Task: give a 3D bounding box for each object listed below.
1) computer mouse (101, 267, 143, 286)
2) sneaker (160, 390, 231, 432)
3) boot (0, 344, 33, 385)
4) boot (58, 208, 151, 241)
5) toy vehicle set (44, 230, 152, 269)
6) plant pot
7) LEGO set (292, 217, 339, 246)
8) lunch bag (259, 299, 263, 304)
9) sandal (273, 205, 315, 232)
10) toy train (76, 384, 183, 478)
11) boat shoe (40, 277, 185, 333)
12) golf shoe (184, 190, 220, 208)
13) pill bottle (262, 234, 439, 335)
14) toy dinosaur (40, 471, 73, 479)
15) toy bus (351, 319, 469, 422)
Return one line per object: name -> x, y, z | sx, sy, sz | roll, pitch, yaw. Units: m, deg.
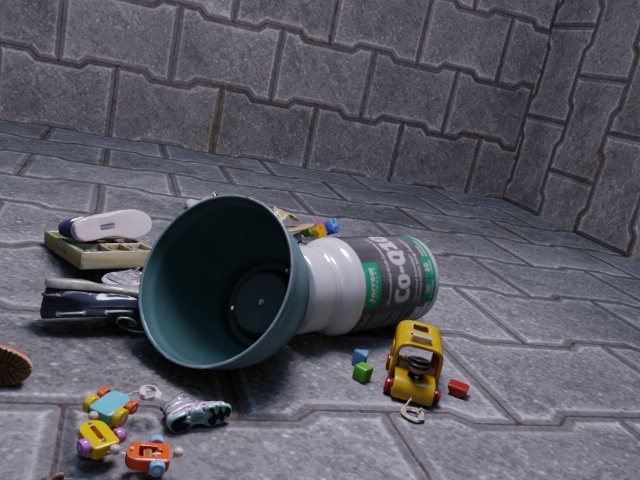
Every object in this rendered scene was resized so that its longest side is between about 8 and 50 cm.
computer mouse -> -0.383, 0.089, 1.291 | 0.106, 0.042, 0.193 | 22, 12, 17
sneaker -> -0.183, 0.239, 0.903 | 0.098, 0.038, 0.069 | 2, 19, -36
boot -> -0.486, 0.164, 0.910 | 0.157, 0.059, 0.084 | 12, 10, 2
boot -> -0.476, -0.035, 1.383 | 0.086, 0.069, 0.190 | 6, 7, 41
toy vehicle set -> -0.491, 0.017, 1.386 | 0.165, 0.035, 0.266 | -1, 11, -39
plant pot -> -0.137, 0.092, 1.091 | 0.293, 0.293, 0.196 | 21, -9, 30
LEGO set -> 0.000, 0.000, 1.851 | 0.087, 0.093, 0.227 | -15, 6, 29
lunch bag -> -0.154, 0.104, 1.389 | 0.083, 0.053, 0.071 | 25, 20, 10
sandal -> -0.138, -0.057, 1.780 | 0.239, 0.079, 0.088 | -10, 9, -4
toy train -> -0.249, 0.251, 0.804 | 0.125, 0.046, 0.166 | 7, 19, -22
boat shoe -> -0.363, 0.118, 1.113 | 0.254, 0.079, 0.095 | 12, -3, -37
golf shoe -> -0.349, -0.119, 1.978 | 0.176, 0.086, 0.069 | 16, 17, 20
pill bottle -> 0.068, 0.092, 1.319 | 0.361, 0.204, 0.204 | -3, 21, -43
toy dinosaur -> -0.307, 0.294, 0.470 | 0.295, 0.127, 0.200 | 4, 23, -8
toy bus -> 0.174, 0.218, 1.134 | 0.190, 0.105, 0.202 | -1, 20, -39
